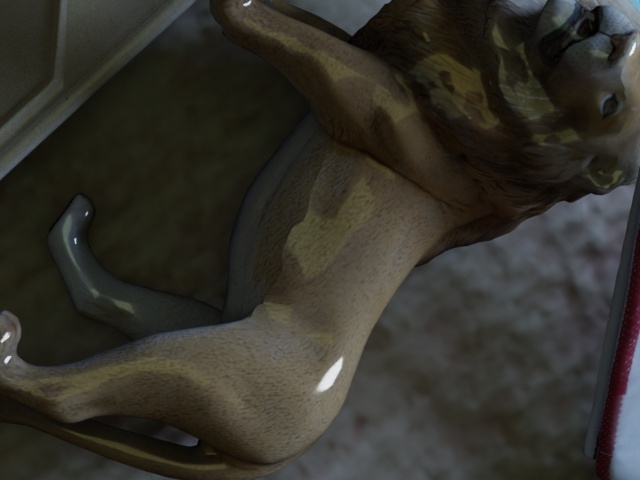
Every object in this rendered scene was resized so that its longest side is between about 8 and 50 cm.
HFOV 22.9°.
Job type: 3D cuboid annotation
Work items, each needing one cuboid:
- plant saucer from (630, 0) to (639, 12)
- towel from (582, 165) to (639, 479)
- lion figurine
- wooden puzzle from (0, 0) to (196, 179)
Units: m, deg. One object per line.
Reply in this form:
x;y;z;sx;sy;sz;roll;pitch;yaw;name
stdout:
0.226;-0.146;0.905;0.119;0.021;0.119;0;87;-7;plant saucer
0.318;0.035;0.837;0.329;0.037;0.237;1;120;-6;towel
0.000;0.000;0.828;0.240;0.142;0.392;35;96;-9;lion figurine
-0.205;-0.146;0.843;0.238;0.044;0.221;-44;87;-2;wooden puzzle
